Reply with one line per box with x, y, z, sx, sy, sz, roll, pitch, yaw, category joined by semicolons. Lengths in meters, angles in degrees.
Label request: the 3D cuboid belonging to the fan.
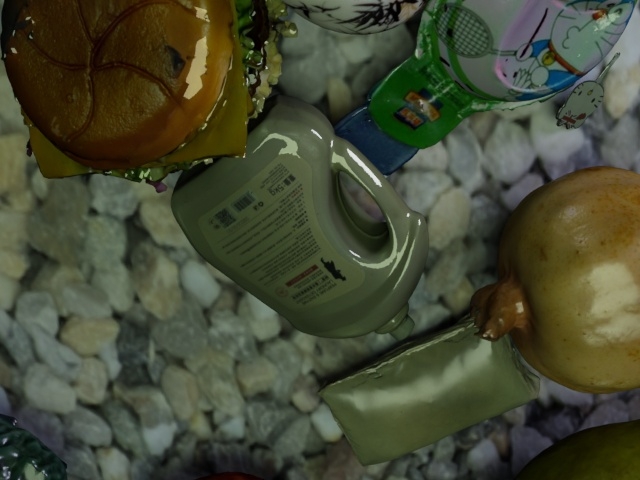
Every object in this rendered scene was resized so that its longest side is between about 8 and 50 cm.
0.247;-0.137;0.855;0.056;0.004;0.083;8;122;-48;fan

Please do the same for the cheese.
0.145;-0.161;0.799;0.320;0.083;0.204;-39;138;21;cheese

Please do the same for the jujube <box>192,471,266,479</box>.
-0.129;0.340;0.941;0.250;0.174;0.174;-30;111;11;jujube

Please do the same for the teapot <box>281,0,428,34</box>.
0.033;-0.270;0.677;0.208;0.165;0.300;48;58;-18;teapot

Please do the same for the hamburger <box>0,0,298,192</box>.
-0.144;-0.158;0.747;0.261;0.138;0.243;-1;97;20;hamburger

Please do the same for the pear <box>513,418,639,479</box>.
0.321;0.363;0.910;0.351;0.352;0.413;21;117;-12;pear

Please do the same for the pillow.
0.112;0.152;0.948;0.208;0.053;0.119;-26;109;9;pillow

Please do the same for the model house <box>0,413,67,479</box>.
-0.433;0.275;0.747;0.360;0.339;0.298;20;88;-2;model house

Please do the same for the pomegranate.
0.255;0.037;0.847;0.207;0.207;0.207;-2;111;-4;pomegranate

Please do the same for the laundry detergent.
0.000;0.000;0.845;0.181;0.091;0.253;-34;112;28;laundry detergent
